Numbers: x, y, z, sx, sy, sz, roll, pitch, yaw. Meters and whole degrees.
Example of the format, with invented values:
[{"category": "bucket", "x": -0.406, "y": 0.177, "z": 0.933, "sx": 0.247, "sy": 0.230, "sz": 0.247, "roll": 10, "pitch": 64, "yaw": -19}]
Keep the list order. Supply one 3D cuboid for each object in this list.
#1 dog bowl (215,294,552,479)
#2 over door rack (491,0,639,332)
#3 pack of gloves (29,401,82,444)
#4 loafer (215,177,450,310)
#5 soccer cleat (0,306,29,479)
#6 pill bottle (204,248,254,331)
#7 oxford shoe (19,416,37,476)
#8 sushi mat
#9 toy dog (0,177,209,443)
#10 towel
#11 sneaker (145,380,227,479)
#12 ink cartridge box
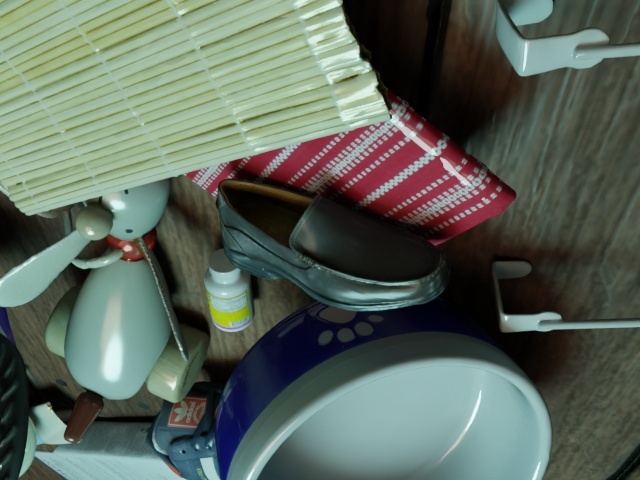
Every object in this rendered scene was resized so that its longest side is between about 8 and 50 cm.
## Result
[{"category": "dog bowl", "x": 0.048, "y": 0.172, "z": 0.522, "sx": 0.264, "sy": 0.104, "sz": 0.265, "roll": -8, "pitch": 119, "yaw": -14}, {"category": "over door rack", "x": 0.255, "y": -0.004, "z": 0.345, "sx": 0.324, "sy": 0.108, "sz": 0.240, "roll": 6, "pitch": 136, "yaw": 18}, {"category": "pack of gloves", "x": -0.485, "y": 0.238, "z": 0.984, "sx": 0.232, "sy": 0.046, "sz": 0.195, "roll": -17, "pitch": 113, "yaw": 35}, {"category": "loafer", "x": 0.000, "y": 0.000, "z": 0.410, "sx": 0.170, "sy": 0.062, "sz": 0.061, "roll": 10, "pitch": 141, "yaw": 26}, {"category": "soccer cleat", "x": -0.340, "y": 0.104, "z": 0.607, "sx": 0.108, "sy": 0.318, "sz": 0.116, "roll": -20, "pitch": 158, "yaw": -15}, {"category": "pill bottle", "x": -0.086, "y": 0.046, "z": 0.591, "sx": 0.043, "sy": 0.043, "sz": 0.083, "roll": 12, "pitch": 138, "yaw": 10}, {"category": "oxford shoe", "x": -0.627, "y": 0.240, "z": 0.953, "sx": 0.449, "sy": 0.169, "sz": 0.130, "roll": 18, "pitch": 167, "yaw": 5}, {"category": "sushi mat", "x": -0.124, "y": -0.097, "z": 0.367, "sx": 0.316, "sy": 0.019, "sz": 0.151, "roll": -9, "pitch": 128, "yaw": 31}, {"category": "toy dog", "x": -0.203, "y": 0.070, "z": 0.578, "sx": 0.220, "sy": 0.161, "sz": 0.334, "roll": 5, "pitch": 137, "yaw": 17}, {"category": "towel", "x": -0.037, "y": -0.075, "z": 0.414, "sx": 0.274, "sy": 0.031, "sz": 0.199, "roll": 36, "pitch": 150, "yaw": -12}, {"category": "sneaker", "x": -0.099, "y": 0.207, "z": 0.703, "sx": 0.148, "sy": 0.131, "sz": 0.350, "roll": 31, "pitch": 139, "yaw": -17}, {"category": "ink cartridge box", "x": -0.256, "y": 0.405, "z": 1.034, "sx": 0.330, "sy": 0.071, "sz": 0.324, "roll": -8, "pitch": 132, "yaw": 34}]
